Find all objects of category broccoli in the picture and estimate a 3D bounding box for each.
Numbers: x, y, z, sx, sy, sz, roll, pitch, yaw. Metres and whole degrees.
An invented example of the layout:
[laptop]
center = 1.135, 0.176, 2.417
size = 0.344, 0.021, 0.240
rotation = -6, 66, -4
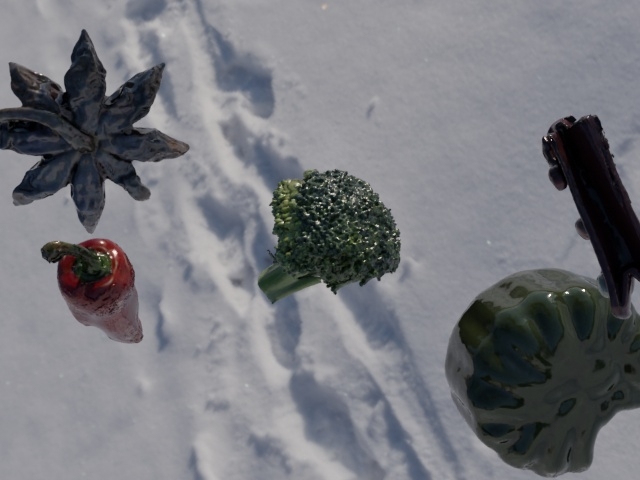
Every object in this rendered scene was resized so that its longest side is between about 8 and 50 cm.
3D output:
[broccoli]
center = 0.005, -0.022, 1.766
size = 0.302, 0.249, 0.375
rotation = -10, 10, 20

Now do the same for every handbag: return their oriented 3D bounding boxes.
[handbag]
center = 0.301, -0.028, 0.926
size = 0.074, 0.203, 0.216
rotation = -25, 84, 18

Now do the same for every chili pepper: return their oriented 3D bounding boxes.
[chili pepper]
center = -0.315, 0.080, 1.278
size = 0.110, 0.387, 0.110
rotation = 1, 67, -3

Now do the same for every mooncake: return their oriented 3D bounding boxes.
[mooncake]
center = 0.393, 0.217, 1.492
size = 0.351, 0.351, 0.187
rotation = -48, 15, 5

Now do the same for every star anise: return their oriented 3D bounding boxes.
[star anise]
center = -0.271, -0.112, 0.953
size = 0.081, 0.263, 0.230
rotation = -117, 31, -62
